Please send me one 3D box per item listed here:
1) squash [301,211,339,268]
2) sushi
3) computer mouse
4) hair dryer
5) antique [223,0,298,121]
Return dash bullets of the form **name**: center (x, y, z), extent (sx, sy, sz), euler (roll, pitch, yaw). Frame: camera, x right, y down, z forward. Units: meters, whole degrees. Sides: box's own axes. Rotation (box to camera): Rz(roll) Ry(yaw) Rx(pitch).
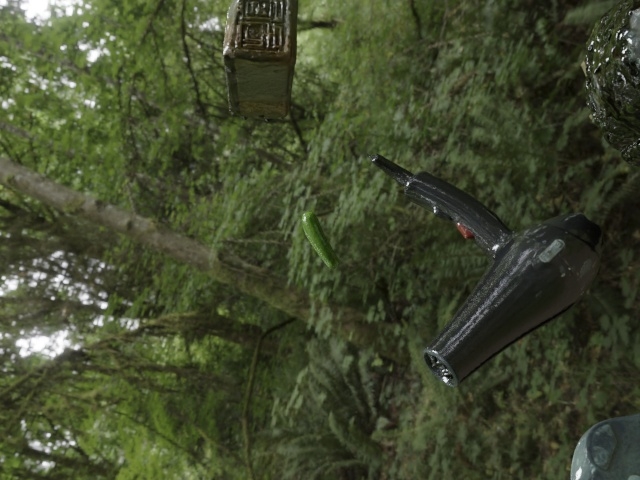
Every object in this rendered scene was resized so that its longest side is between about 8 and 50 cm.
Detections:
- **squash**: center (-0.001, 0.000, 0.822), extent (0.089, 0.027, 0.027), euler (63, 165, 14)
- **sushi**: center (0.483, -0.164, 0.687), extent (0.211, 0.350, 0.171), euler (-64, -4, -7)
- **computer mouse**: center (0.481, 0.292, 0.775), extent (0.090, 0.379, 0.167), euler (96, 152, -47)
- **hair dryer**: center (0.134, 0.002, 0.627), extent (0.235, 0.271, 0.091), euler (-37, -29, -19)
- **antique**: center (-0.113, -0.324, 1.129), extent (0.284, 0.125, 0.150), euler (109, 164, -70)
